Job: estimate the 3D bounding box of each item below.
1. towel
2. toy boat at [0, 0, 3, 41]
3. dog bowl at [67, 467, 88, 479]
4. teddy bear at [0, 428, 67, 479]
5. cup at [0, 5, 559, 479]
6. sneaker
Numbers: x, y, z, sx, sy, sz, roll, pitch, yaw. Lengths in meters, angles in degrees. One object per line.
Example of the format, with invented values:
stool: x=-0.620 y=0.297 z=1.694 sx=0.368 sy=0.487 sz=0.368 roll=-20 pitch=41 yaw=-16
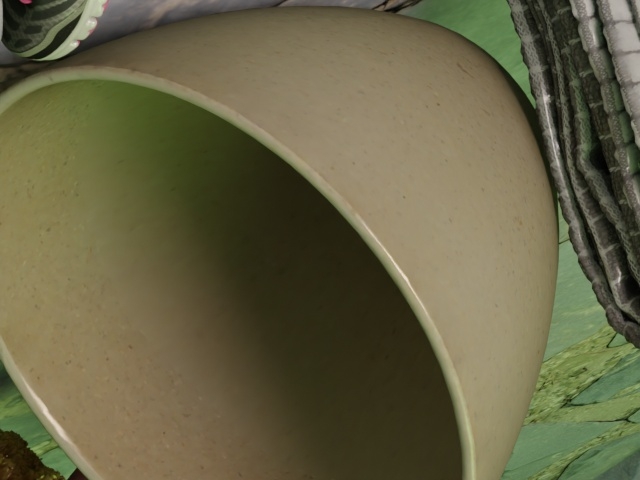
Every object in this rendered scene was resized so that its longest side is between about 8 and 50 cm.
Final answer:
towel: x=0.226 y=-0.103 z=0.895 sx=0.235 sy=0.283 sz=0.121 roll=-13 pitch=171 yaw=-24
toy boat: x=-0.078 y=-0.157 z=0.380 sx=0.267 sy=0.148 sz=0.318 roll=99 pitch=18 yaw=-62
dog bowl: x=-0.041 y=0.176 z=1.389 sx=0.408 sy=0.150 sz=0.408 roll=-37 pitch=172 yaw=-6
teddy bear: x=-0.351 y=0.160 z=1.220 sx=0.338 sy=0.113 sz=0.245 roll=-2 pitch=146 yaw=-30
cup: x=0.000 y=0.000 z=0.924 sx=0.237 sy=0.331 sz=0.331 roll=-43 pitch=177 yaw=-40
sneaker: x=-0.127 y=-0.138 z=0.711 sx=0.075 sy=0.063 sz=0.170 roll=-13 pitch=154 yaw=-29
